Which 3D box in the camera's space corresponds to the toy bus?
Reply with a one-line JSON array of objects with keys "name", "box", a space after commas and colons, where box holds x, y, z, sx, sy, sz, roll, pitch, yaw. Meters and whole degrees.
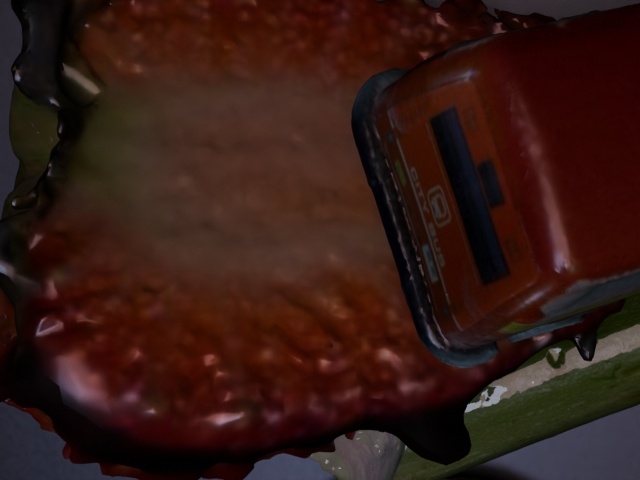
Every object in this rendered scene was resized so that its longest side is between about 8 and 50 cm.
[{"name": "toy bus", "box": [0.156, -0.044, 0.506, 0.265, 0.120, 0.121, -15, 83, -21]}]

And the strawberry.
[{"name": "strawberry", "box": [0.000, 0.000, 0.582, 0.307, 0.138, 0.233, 7, 71, -14]}]

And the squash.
[{"name": "squash", "box": [0.099, 0.062, 0.610, 0.239, 0.069, 0.069, -24, 94, 12]}]

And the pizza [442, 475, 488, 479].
[{"name": "pizza", "box": [0.032, 0.237, 0.667, 0.181, 0.034, 0.262, 21, 102, 5]}]
